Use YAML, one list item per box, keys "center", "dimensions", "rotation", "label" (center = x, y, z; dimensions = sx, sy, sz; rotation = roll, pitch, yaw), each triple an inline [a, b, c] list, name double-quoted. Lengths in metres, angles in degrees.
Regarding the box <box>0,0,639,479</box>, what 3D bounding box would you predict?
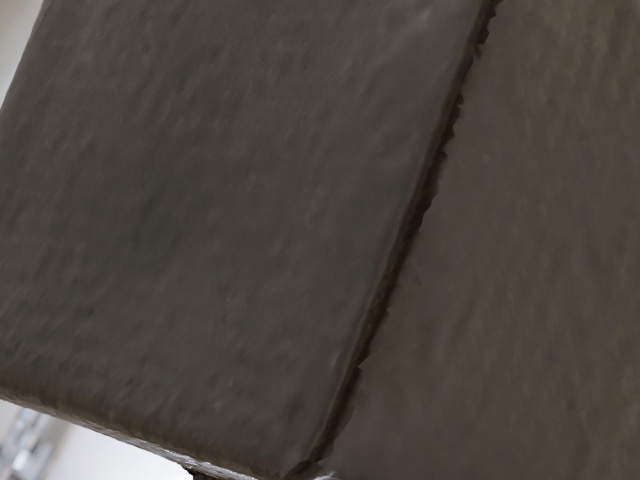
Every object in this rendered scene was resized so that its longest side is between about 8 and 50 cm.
- center: [0.002, 0.001, 0.641]
  dimensions: [0.143, 0.184, 0.273]
  rotation: [25, -11, -35]
  label: "box"
